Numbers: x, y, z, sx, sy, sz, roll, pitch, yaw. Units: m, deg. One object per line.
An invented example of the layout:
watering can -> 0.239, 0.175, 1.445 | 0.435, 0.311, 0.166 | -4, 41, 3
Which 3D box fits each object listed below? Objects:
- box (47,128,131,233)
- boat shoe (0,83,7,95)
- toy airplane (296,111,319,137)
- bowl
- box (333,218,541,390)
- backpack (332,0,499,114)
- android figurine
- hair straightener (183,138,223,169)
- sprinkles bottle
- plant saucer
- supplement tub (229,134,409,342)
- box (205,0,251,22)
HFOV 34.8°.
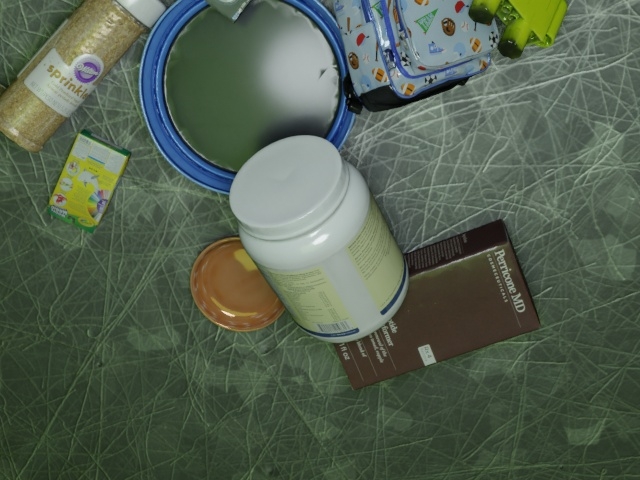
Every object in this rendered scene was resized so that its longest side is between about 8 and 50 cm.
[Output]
box -> -0.444, -0.110, 1.952 | 0.105, 0.043, 0.179 | 27, 107, -6
boat shoe -> -0.601, -0.254, 1.894 | 0.190, 0.072, 0.068 | 17, 110, -2
toy airplane -> -0.061, -0.193, 1.900 | 0.151, 0.028, 0.151 | 1, 109, 4
bowl -> -0.126, -0.274, 1.827 | 0.391, 0.077, 0.391 | 0, 102, 2
box -> 0.203, 0.125, 1.939 | 0.381, 0.143, 0.191 | -21, 107, 10
backpack -> 0.147, -0.371, 1.691 | 0.213, 0.276, 0.263 | -25, 88, 53
android figurine -> 0.329, -0.439, 1.679 | 0.248, 0.273, 0.056 | 40, 151, -31
hair straightener -> -0.161, -0.131, 1.917 | 0.230, 0.047, 0.089 | 32, 108, -1
sprinkles bottle -> -0.430, -0.320, 1.800 | 0.121, 0.121, 0.355 | 42, 96, -11
plant saucer -> -0.154, 0.082, 2.002 | 0.200, 0.037, 0.200 | 1, 109, 3
supplement tub -> 0.000, 0.000, 1.761 | 0.235, 0.235, 0.325 | -20, 136, 11
box -> -0.149, -0.425, 1.747 | 0.067, 0.018, 0.083 | 39, 101, -6
